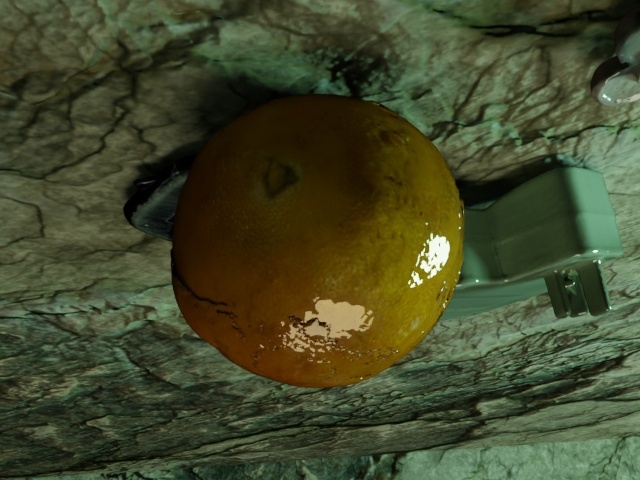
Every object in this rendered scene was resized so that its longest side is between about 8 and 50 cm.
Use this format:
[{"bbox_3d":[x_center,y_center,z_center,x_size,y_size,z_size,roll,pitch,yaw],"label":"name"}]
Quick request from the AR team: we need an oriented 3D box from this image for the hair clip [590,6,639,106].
[{"bbox_3d":[0.338,-0.142,0.805,0.257,0.075,0.146,0,156,5],"label":"hair clip"}]

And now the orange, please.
[{"bbox_3d":[0.000,0.000,0.854,0.240,0.240,0.240,-4,158,-2],"label":"orange"}]

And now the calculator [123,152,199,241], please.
[{"bbox_3d":[-0.060,-0.031,1.037,0.268,0.040,0.177,13,150,-33],"label":"calculator"}]

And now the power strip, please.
[{"bbox_3d":[0.181,0.036,1.096,0.261,0.141,0.229,-24,162,40],"label":"power strip"}]
